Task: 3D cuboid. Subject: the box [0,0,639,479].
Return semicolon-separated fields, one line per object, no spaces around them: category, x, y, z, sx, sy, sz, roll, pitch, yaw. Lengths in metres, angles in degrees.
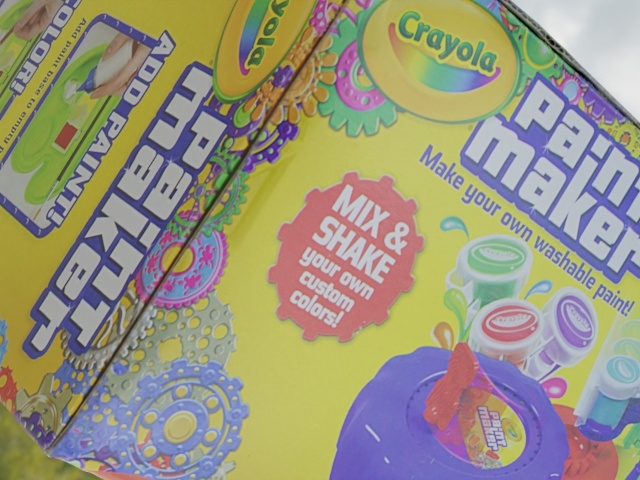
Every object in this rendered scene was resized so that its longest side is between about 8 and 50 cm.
box;0.000;0.000;0.574;0.177;0.290;0.279;-57;-143;-1
